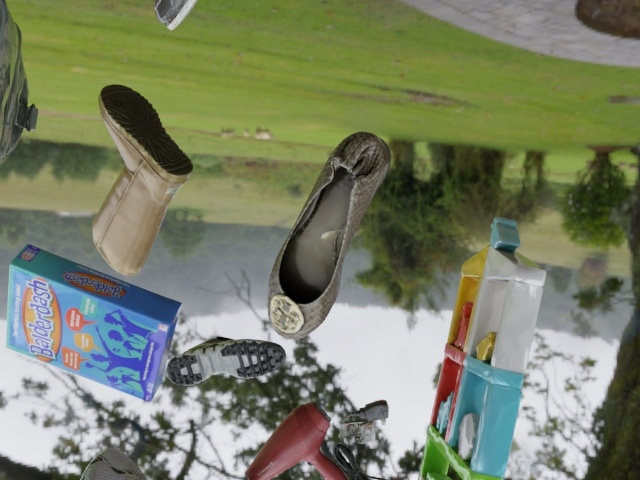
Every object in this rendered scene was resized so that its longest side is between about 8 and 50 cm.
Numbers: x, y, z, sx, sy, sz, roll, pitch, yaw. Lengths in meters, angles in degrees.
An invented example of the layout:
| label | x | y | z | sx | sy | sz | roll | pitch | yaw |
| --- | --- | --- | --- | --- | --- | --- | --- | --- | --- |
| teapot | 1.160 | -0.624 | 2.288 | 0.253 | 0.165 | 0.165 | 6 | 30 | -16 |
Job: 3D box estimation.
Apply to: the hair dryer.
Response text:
| label | x | y | z | sx | sy | sz | roll | pitch | yaw |
| --- | --- | --- | --- | --- | --- | --- | --- | --- | --- |
| hair dryer | 0.003 | 0.416 | 1.390 | 0.294 | 0.223 | 0.080 | -3 | 167 | -1 |

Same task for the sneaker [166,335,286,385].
| label | x | y | z | sx | sy | sz | roll | pitch | yaw |
| --- | --- | --- | --- | --- | --- | --- | --- | --- | --- |
| sneaker | -0.176 | 0.223 | 1.445 | 0.234 | 0.078 | 0.106 | -11 | -168 | 12 |

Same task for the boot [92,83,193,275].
| label | x | y | z | sx | sy | sz | roll | pitch | yaw |
| --- | --- | --- | --- | --- | --- | --- | --- | --- | --- |
| boot | -0.352 | -0.102 | 1.307 | 0.089 | 0.236 | 0.269 | -18 | 155 | -46 |

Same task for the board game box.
| label | x | y | z | sx | sy | sz | roll | pitch | yaw |
| --- | --- | --- | --- | --- | --- | --- | --- | --- | --- |
| board game box | -0.297 | 0.111 | 0.958 | 0.210 | 0.160 | 0.047 | 21 | -142 | 0 |

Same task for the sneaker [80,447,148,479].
| label | x | y | z | sx | sy | sz | roll | pitch | yaw |
| --- | --- | --- | --- | --- | --- | --- | --- | --- | --- |
| sneaker | -0.405 | 0.488 | 1.191 | 0.210 | 0.137 | 0.366 | -37 | -168 | 6 |

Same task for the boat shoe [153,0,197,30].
| label | x | y | z | sx | sy | sz | roll | pitch | yaw |
| --- | --- | --- | --- | --- | --- | --- | --- | --- | --- |
| boat shoe | -0.112 | -0.397 | 0.813 | 0.096 | 0.335 | 0.112 | 30 | -163 | -20 |

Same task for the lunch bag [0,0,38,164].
| label | x | y | z | sx | sy | sz | roll | pitch | yaw |
| --- | --- | --- | --- | --- | --- | --- | --- | --- | --- |
| lunch bag | -0.493 | -0.184 | 0.828 | 0.305 | 0.212 | 0.256 | 9 | 173 | -13 |

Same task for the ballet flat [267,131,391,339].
| label | x | y | z | sx | sy | sz | roll | pitch | yaw |
| --- | --- | --- | --- | --- | --- | --- | --- | --- | --- |
| ballet flat | 0.000 | 0.000 | 0.779 | 0.084 | 0.249 | 0.058 | 33 | -159 | 16 |

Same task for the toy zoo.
| label | x | y | z | sx | sy | sz | roll | pitch | yaw |
| --- | --- | --- | --- | --- | --- | --- | --- | --- | --- |
| toy zoo | 0.152 | 0.123 | 0.712 | 0.030 | 0.293 | 0.192 | 13 | 177 | -2 |
